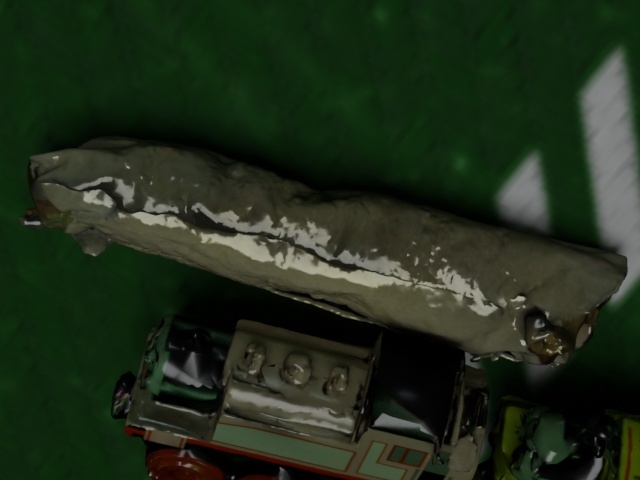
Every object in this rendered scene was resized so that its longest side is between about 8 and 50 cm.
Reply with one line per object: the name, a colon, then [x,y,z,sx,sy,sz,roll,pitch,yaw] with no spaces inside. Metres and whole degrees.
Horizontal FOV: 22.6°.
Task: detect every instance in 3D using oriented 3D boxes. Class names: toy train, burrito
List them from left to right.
burrito: [0.000,0.000,0.490,0.185,0.041,0.045,16,159,-2]
toy train: [0.058,0.070,0.497,0.249,0.053,0.085,14,147,-1]
